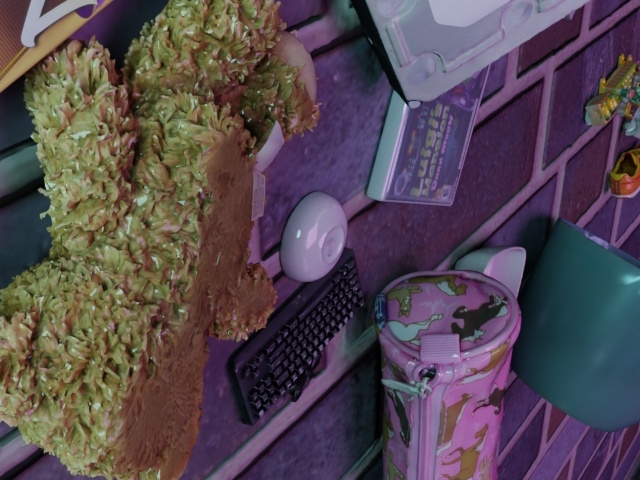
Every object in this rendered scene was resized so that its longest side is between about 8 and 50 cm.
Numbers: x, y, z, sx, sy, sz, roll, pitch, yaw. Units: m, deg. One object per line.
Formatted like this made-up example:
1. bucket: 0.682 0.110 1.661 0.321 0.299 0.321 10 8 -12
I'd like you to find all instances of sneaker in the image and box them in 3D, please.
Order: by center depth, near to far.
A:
1. sneaker: 0.586 -0.143 1.599 0.175 0.064 0.067 -45 132 -41

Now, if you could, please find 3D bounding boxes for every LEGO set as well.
1. LEGO set: 0.529 -0.231 1.408 0.287 0.107 0.132 -3 109 -58

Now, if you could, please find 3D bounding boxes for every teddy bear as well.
1. teddy bear: -0.098 -0.027 0.536 0.245 0.113 0.338 22 80 -67

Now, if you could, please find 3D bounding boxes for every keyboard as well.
1. keyboard: -0.014 0.096 0.802 0.180 0.023 0.108 -43 141 -37

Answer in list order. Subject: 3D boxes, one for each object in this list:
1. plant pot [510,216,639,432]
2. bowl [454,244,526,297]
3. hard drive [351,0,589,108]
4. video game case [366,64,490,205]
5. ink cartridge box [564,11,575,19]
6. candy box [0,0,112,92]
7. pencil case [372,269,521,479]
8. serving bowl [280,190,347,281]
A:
1. plant pot: 0.423 0.140 1.294 0.293 0.293 0.235 10 112 -59
2. bowl: 0.205 0.070 1.111 0.142 0.053 0.142 -8 115 -57
3. hard drive: 0.112 -0.271 0.640 0.237 0.064 0.339 -31 145 1
4. video game case: 0.118 -0.130 0.886 0.173 0.022 0.190 0 107 -58
5. ink cartridge box: 0.266 -0.354 0.945 0.175 0.072 0.127 -62 148 -13
6. candy box: -0.148 -0.151 0.412 0.186 0.053 0.109 -50 145 -28
7. pencil case: 0.134 0.221 0.983 0.167 0.160 0.386 -16 126 -20
8. serving bowl: 0.000 0.000 0.763 0.083 0.027 0.083 -36 137 -44
